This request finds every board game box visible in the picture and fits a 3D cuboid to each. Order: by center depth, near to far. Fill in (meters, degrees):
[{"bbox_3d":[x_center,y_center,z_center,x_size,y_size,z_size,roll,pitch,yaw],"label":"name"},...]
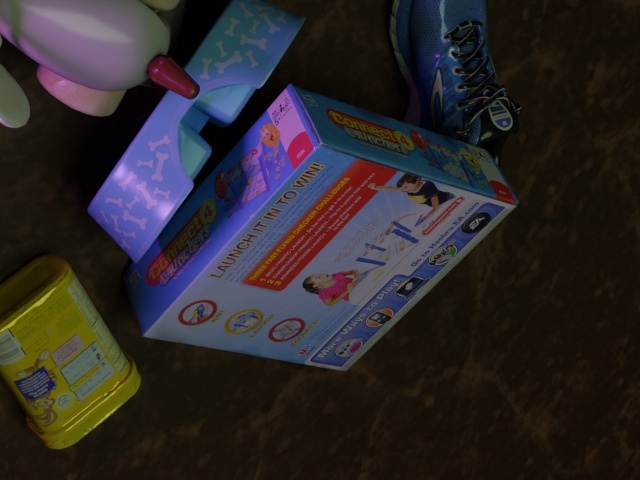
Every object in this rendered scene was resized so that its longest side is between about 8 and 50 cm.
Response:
[{"bbox_3d":[0.000,0.000,1.667,0.302,0.086,0.308,15,130,-43],"label":"board game box"}]

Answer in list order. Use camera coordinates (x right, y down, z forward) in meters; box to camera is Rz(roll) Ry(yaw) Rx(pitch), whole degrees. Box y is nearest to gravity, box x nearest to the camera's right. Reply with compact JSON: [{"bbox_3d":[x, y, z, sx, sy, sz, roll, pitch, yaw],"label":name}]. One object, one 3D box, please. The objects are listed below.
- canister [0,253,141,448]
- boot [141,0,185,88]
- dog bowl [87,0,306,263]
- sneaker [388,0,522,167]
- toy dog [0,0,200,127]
[{"bbox_3d":[-0.272,0.112,1.599,0.126,0.073,0.170,-39,129,-18],"label":"canister"},{"bbox_3d":[-0.189,-0.257,1.498,0.189,0.076,0.209,13,109,-40],"label":"boot"},{"bbox_3d":[-0.127,-0.119,1.552,0.074,0.166,0.297,34,87,-7],"label":"dog bowl"},{"bbox_3d":[0.168,-0.178,1.771,0.129,0.147,0.330,-24,124,-29],"label":"sneaker"},{"bbox_3d":[-0.224,-0.174,1.331,0.333,0.161,0.220,-20,139,-43],"label":"toy dog"}]
